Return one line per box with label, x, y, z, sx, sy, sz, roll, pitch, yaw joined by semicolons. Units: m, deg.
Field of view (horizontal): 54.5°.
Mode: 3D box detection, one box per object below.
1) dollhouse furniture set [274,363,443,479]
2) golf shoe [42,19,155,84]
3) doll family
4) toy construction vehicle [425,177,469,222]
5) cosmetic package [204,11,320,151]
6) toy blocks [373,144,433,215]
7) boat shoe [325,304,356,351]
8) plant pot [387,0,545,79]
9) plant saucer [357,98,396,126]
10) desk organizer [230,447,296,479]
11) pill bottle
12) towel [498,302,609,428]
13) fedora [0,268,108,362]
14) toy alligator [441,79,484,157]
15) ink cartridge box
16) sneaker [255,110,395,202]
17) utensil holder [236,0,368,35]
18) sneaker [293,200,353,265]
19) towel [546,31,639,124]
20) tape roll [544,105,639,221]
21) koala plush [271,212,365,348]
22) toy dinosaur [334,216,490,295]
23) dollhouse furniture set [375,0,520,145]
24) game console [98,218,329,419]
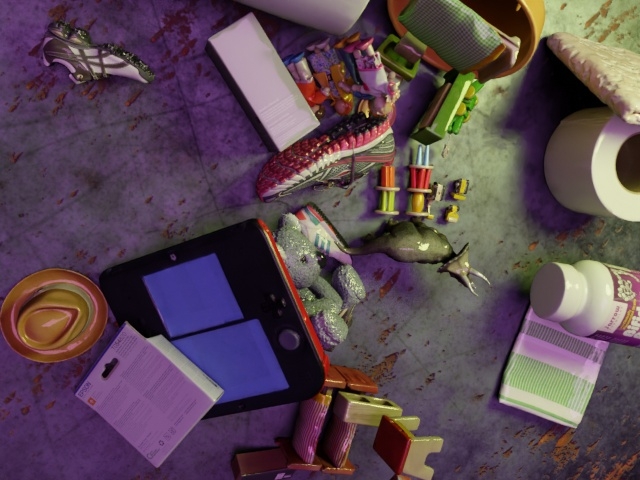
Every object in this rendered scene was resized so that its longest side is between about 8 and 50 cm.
dollhouse furniture set;0.052;0.384;1.182;0.152;0.374;0.201;14;93;-20
golf shoe;-0.401;-0.316;1.124;0.198;0.077;0.093;23;103;-9
doll family;0.060;-0.302;1.175;0.118;0.263;0.163;-48;126;-32
toy construction vehicle;0.270;-0.090;1.342;0.086;0.035;0.098;5;100;-26
cosmetic package;-0.111;-0.290;1.166;0.107;0.127;0.238;-37;103;-6
toy blocks;0.174;-0.128;1.298;0.123;0.054;0.148;2;96;-12
boat shoe;0.043;0.167;1.313;0.049;0.056;0.152;31;100;-21
plant pot;0.301;-0.478;1.175;0.291;0.291;0.203;34;73;-16
plant saucer;0.117;-0.264;1.284;0.084;0.013;0.083;-2;98;-14
desk organizer;-0.119;0.478;1.317;0.130;0.050;0.047;3;132;-29
pill bottle;0.624;0.136;1.359;0.302;0.169;0.169;11;95;-14
towel;0.568;0.263;1.464;0.248;0.038;0.324;21;93;-15
fedora;-0.499;0.148;1.159;0.194;0.079;0.194;-2;99;-14
toy alligator;0.283;-0.267;1.309;0.051;0.056;0.189;29;93;26
ink cartridge box;-0.329;0.289;1.184;0.224;0.045;0.223;41;113;1
sneaker;0.015;-0.144;1.226;0.299;0.121;0.112;-25;124;-4
utensil holder;-0.094;-0.553;1.035;0.386;0.327;0.327;15;94;-19
sneaker;0.000;0.000;1.280;0.075;0.057;0.161;-35;107;11
towel;0.663;-0.320;1.262;0.317;0.331;0.053;5;128;-15
tape roll;0.639;-0.170;1.347;0.246;0.169;0.246;-2;98;-13
koala plush;-0.052;0.072;1.189;0.203;0.196;0.221;-8;118;24
toy dinosaur;0.186;0.006;1.259;0.314;0.160;0.121;17;93;-24
dollhouse furniture set;0.195;-0.306;1.133;0.198;0.301;0.151;30;85;-8
game console;-0.199;0.164;1.146;0.387;0.060;0.342;-17;106;25
